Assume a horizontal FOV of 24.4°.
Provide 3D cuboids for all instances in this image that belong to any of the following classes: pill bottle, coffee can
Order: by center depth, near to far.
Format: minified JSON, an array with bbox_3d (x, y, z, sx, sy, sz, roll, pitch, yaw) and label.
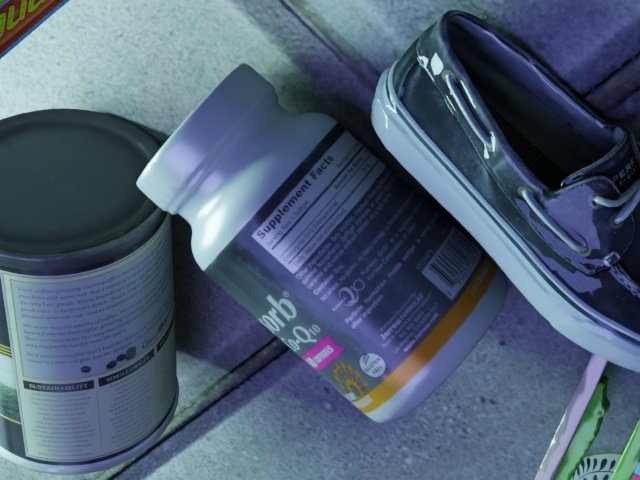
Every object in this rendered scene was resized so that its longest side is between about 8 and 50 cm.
[{"bbox_3d":[0.000,0.000,1.174,0.278,0.162,0.162,41,138,-2],"label":"pill bottle"},{"bbox_3d":[-0.231,0.049,1.346,0.201,0.201,0.275,21,134,19],"label":"coffee can"}]

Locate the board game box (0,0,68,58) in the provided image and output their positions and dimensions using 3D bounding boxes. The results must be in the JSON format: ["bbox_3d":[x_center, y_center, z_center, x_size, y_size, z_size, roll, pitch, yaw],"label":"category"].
[{"bbox_3d":[-0.239,-0.254,1.019,0.086,0.308,0.302,30,137,8],"label":"board game box"}]

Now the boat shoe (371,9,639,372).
[{"bbox_3d":[0.181,-0.029,1.052,0.335,0.121,0.119,38,142,4],"label":"boat shoe"}]

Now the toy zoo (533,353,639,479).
[{"bbox_3d":[0.321,0.215,1.171,0.293,0.030,0.192,26,110,14],"label":"toy zoo"}]

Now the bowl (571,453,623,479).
[{"bbox_3d":[0.267,0.274,1.280,0.170,0.080,0.170,19,135,21],"label":"bowl"}]
